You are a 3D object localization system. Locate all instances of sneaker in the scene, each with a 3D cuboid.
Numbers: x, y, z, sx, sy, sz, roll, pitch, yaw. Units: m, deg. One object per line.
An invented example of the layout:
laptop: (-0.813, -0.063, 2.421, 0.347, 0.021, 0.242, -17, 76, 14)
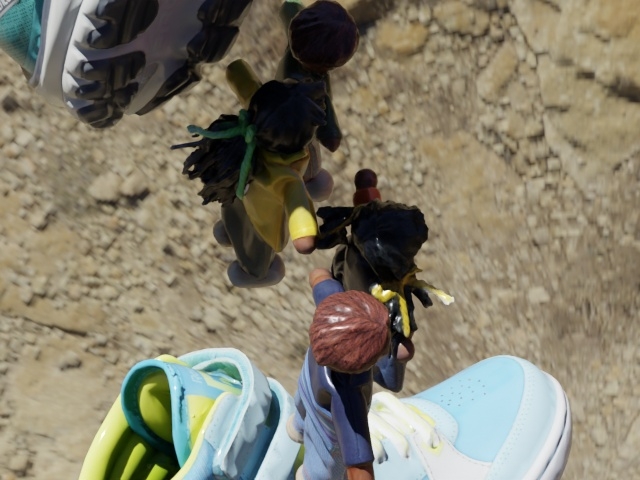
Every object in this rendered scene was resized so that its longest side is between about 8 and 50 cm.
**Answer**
sneaker: (-0.063, -0.158, 0.438, 0.110, 0.107, 0.275, 41, 131, 17)
sneaker: (0.004, 0.117, 0.833, 0.319, 0.208, 0.127, -35, 28, -23)

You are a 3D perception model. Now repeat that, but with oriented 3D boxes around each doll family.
doll family: (0.000, 0.000, 0.501, 0.076, 0.111, 0.193, -17, 65, -20)
